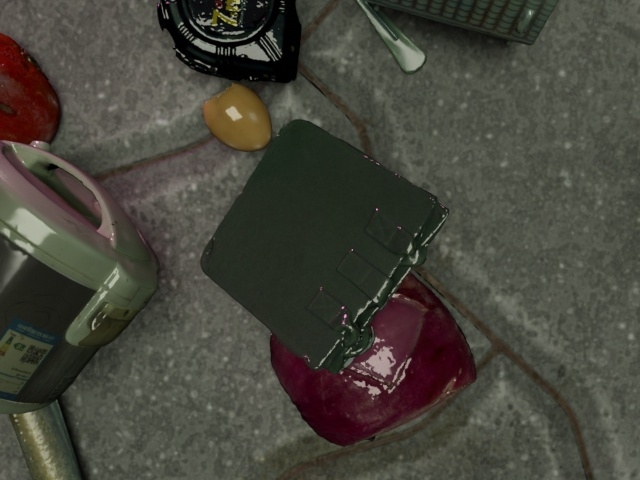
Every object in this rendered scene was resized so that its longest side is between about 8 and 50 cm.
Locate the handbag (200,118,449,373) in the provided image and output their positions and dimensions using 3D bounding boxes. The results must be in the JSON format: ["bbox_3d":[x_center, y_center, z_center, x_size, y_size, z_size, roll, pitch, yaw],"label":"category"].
[{"bbox_3d":[0.000,0.000,0.871,0.260,0.079,0.247,37,94,33],"label":"handbag"}]

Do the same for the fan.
[{"bbox_3d":[0.072,-0.307,0.946,0.038,0.016,0.193,-41,92,4],"label":"fan"}]

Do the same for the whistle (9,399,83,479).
[{"bbox_3d":[-0.362,0.321,0.960,0.068,0.057,0.326,-18,92,-11],"label":"whistle"}]

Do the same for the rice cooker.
[{"bbox_3d":[-0.358,0.035,0.837,0.288,0.288,0.277,41,93,-2],"label":"rice cooker"}]

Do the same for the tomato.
[{"bbox_3d":[-0.452,-0.188,0.914,0.173,0.099,0.189,-36,94,0],"label":"tomato"}]

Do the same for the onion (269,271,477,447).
[{"bbox_3d":[0.061,0.158,0.906,0.250,0.111,0.247,-30,102,7],"label":"onion"}]

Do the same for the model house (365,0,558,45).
[{"bbox_3d":[0.179,-0.370,0.851,0.224,0.198,0.215,15,87,-1],"label":"model house"}]

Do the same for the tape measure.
[{"bbox_3d":[-0.112,-0.305,0.902,0.186,0.112,0.199,7,87,-7],"label":"tape measure"}]

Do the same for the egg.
[{"bbox_3d":[-0.108,-0.159,0.923,0.080,0.080,0.096,-35,100,2],"label":"egg"}]
